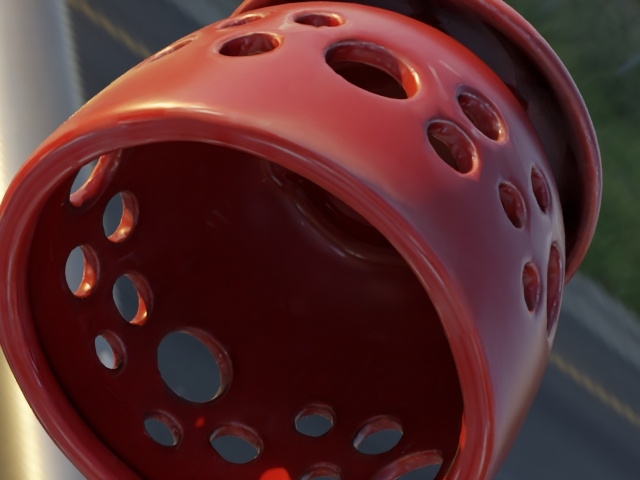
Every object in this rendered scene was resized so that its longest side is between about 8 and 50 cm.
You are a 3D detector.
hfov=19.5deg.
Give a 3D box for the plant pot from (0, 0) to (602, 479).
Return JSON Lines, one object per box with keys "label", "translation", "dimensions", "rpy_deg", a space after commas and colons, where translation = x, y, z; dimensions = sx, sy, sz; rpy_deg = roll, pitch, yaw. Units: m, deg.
{"label": "plant pot", "translation": [0.000, 0.000, 0.683], "dimensions": [0.191, 0.191, 0.174], "rpy_deg": [50, 36, -10]}
